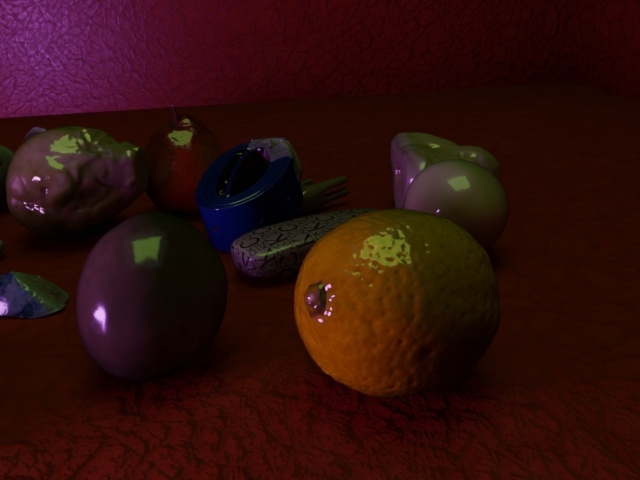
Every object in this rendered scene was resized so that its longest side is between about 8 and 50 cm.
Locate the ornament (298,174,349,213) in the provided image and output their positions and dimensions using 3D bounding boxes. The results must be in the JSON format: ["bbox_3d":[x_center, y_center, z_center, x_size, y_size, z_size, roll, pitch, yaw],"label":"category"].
[{"bbox_3d":[-0.093,-0.115,1.673,0.245,0.061,0.230,-24,28,-33],"label":"ornament"}]

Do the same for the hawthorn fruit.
[{"bbox_3d":[-0.328,-0.196,1.628,0.210,0.262,0.210,2,17,-1],"label":"hawthorn fruit"}]

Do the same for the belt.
[{"bbox_3d":[-0.153,-0.112,1.504,0.212,0.117,0.347,-9,29,13],"label":"belt"}]

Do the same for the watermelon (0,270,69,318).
[{"bbox_3d":[-0.534,0.096,1.185,0.180,0.081,0.094,0,-6,-10],"label":"watermelon"}]

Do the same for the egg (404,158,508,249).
[{"bbox_3d":[0.257,-0.065,1.321,0.189,0.188,0.253,-7,16,-11],"label":"egg"}]

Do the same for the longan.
[{"bbox_3d":[-0.241,0.082,0.964,0.215,0.246,0.246,18,25,13],"label":"longan"}]

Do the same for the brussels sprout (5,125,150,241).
[{"bbox_3d":[-0.545,-0.123,1.501,0.317,0.242,0.274,-14,-5,29],"label":"brussels sprout"}]

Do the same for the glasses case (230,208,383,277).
[{"bbox_3d":[0.000,0.000,1.322,0.355,0.085,0.137,-12,22,-25],"label":"glasses case"}]

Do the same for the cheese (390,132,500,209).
[{"bbox_3d":[0.266,-0.153,1.577,0.251,0.173,0.248,-10,31,-17],"label":"cheese"}]

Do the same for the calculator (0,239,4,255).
[{"bbox_3d":[-0.773,0.015,1.426,0.246,0.045,0.141,14,26,38],"label":"calculator"}]

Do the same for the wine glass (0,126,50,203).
[{"bbox_3d":[-0.835,-0.175,1.745,0.190,0.190,0.357,8,20,25],"label":"wine glass"}]

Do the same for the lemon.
[{"bbox_3d":[0.098,0.079,0.881,0.267,0.267,0.267,-2,21,1],"label":"lemon"}]
